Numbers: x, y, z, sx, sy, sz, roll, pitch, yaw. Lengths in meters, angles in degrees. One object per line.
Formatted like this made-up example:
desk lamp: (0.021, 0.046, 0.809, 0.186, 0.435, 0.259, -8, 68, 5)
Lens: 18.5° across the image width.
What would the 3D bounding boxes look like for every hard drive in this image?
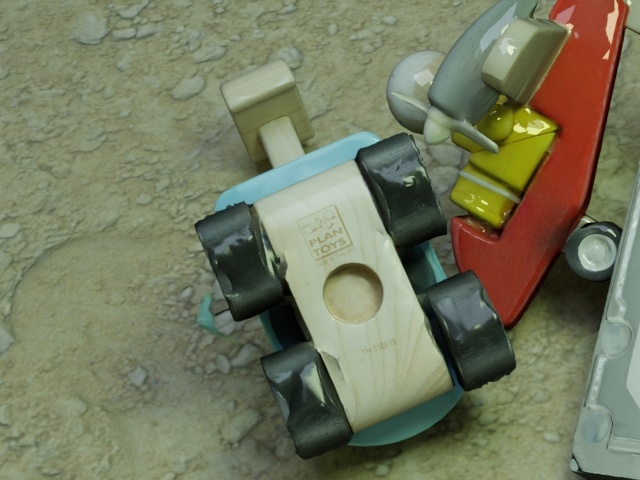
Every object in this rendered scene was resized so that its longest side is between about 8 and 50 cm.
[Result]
hard drive: (0.368, 0.066, 1.775, 0.237, 0.064, 0.339, 4, 74, 42)

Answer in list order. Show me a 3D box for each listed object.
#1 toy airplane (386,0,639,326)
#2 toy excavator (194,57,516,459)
toy airplane: (0.202, -0.158, 1.955, 0.272, 0.386, 0.384, 10, 48, 13)
toy excavator: (0.000, 0.000, 1.987, 0.222, 0.445, 0.433, -24, 85, -2)
